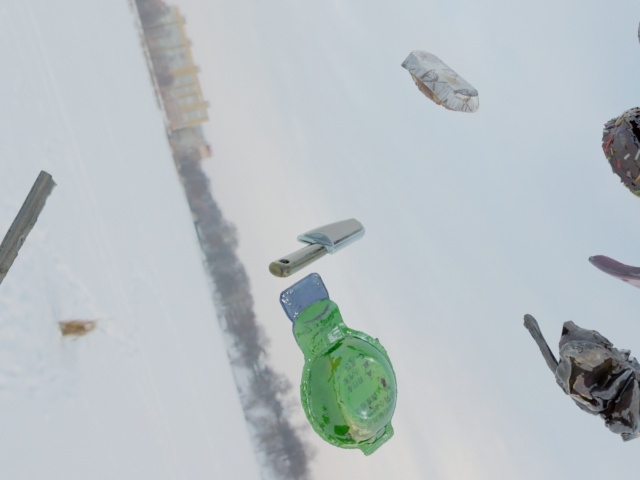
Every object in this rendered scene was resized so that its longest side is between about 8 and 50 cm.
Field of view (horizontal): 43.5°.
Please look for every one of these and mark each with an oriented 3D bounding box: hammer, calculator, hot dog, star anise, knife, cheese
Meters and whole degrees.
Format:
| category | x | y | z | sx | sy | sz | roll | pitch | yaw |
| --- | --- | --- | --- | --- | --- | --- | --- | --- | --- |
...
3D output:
| category | x | y | z | sx | sy | sz | roll | pitch | yaw |
| --- | --- | --- | --- | --- | --- | --- | --- | --- | --- |
| hammer | -0.455 | 0.026 | 1.153 | 0.027 | 0.125 | 0.297 | -22 | -139 | 56 |
| calculator | 0.521 | 0.065 | 1.247 | 0.190 | 0.126 | 0.034 | 18 | -94 | 64 |
| hot dog | 0.227 | -0.296 | 1.515 | 0.192 | 0.099 | 0.053 | 48 | -45 | 31 |
| star anise | 0.329 | 0.163 | 0.919 | 0.089 | 0.209 | 0.231 | -61 | -158 | 5 |
| knife | -0.001 | 0.000 | 1.138 | 0.343 | 0.061 | 0.027 | -25 | 131 | -65 |
| cheese | 0.032 | 0.211 | 1.361 | 0.083 | 0.203 | 0.321 | -21 | -82 | 55 |

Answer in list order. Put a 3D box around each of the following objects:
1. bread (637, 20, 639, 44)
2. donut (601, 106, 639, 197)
| category | x | y | z | sx | sy | sz | roll | pitch | yaw |
| --- | --- | --- | --- | --- | --- | --- | --- | --- | --- |
| bread | 0.720 | -0.433 | 1.559 | 0.232 | 0.135 | 0.247 | 2 | -72 | 66 |
| donut | 0.703 | -0.187 | 1.685 | 0.089 | 0.235 | 0.235 | 122 | -45 | -54 |
